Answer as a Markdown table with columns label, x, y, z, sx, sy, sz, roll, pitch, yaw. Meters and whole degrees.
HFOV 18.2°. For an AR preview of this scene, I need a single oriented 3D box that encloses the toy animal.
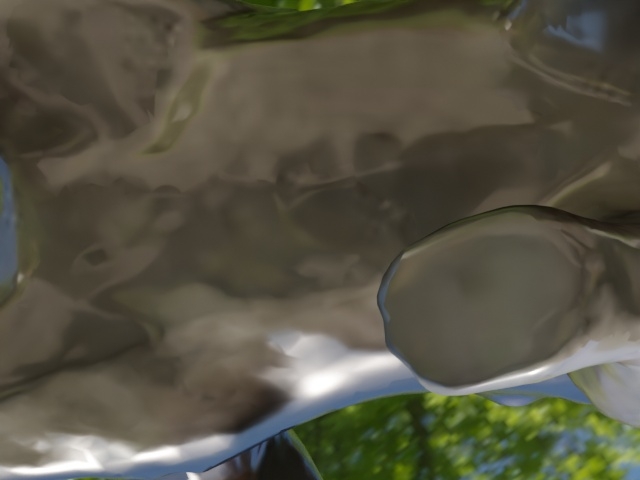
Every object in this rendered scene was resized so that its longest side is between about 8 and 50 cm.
| label | x | y | z | sx | sy | sz | roll | pitch | yaw |
| --- | --- | --- | --- | --- | --- | --- | --- | --- | --- |
| toy animal | 0.000 | 0.000 | 0.619 | 0.302 | 0.344 | 0.194 | 19 | -117 | -65 |
